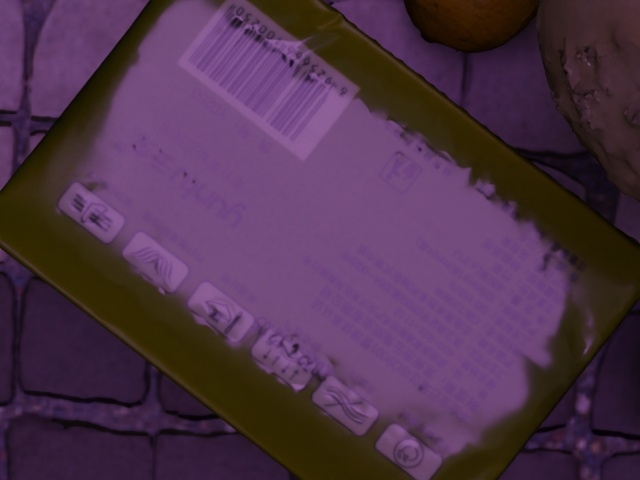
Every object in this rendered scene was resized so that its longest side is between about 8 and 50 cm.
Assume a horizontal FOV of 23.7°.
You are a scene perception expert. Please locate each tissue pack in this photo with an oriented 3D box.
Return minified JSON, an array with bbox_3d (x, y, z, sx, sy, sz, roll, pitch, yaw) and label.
[{"bbox_3d":[0.000,0.000,0.794,0.274,0.167,0.200,38,92,-2],"label":"tissue pack"}]

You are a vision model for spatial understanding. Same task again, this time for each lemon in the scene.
[{"bbox_3d":[0.090,-0.156,0.835,0.082,0.082,0.111,28,97,-1],"label":"lemon"}]

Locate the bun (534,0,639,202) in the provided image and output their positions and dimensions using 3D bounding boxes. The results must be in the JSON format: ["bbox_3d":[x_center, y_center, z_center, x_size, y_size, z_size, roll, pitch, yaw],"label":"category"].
[{"bbox_3d":[0.269,-0.088,0.701,0.362,0.234,0.326,7,59,-10],"label":"bun"}]
